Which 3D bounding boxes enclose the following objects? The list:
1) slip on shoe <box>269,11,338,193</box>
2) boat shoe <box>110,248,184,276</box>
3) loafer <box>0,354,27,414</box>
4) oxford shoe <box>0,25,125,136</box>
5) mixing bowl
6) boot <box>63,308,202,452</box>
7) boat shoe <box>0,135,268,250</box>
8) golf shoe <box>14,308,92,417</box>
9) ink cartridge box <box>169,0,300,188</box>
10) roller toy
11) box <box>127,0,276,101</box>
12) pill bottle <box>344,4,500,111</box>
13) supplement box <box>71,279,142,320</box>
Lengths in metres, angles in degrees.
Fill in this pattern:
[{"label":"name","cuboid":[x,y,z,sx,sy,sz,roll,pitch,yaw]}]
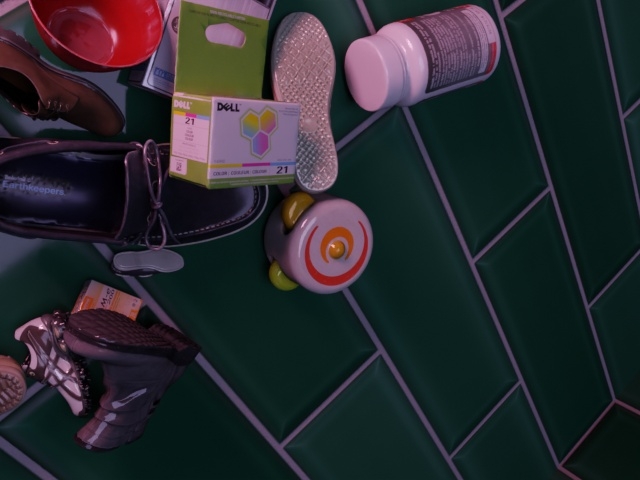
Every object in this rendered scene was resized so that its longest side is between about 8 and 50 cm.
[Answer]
[{"label":"slip on shoe","cuboid":[-0.032,-0.250,1.037,0.123,0.101,0.330,-7,93,-14]},{"label":"boat shoe","cuboid":[-0.306,0.043,0.992,0.125,0.038,0.046,-4,65,-37]},{"label":"loafer","cuboid":[-0.578,0.249,0.853,0.269,0.092,0.101,-15,106,-10]},{"label":"oxford shoe","cuboid":[-0.388,-0.200,0.812,0.083,0.096,0.227,-30,144,28]},{"label":"mixing bowl","cuboid":[-0.332,-0.314,0.810,0.182,0.098,0.181,11,72,-35]},{"label":"boot","cuboid":[-0.328,0.243,0.910,0.222,0.118,0.338,-58,158,-7]},{"label":"boat shoe","cuboid":[-0.299,-0.071,0.892,0.501,0.156,0.186,2,102,-34]},{"label":"golf shoe","cuboid":[-0.445,0.215,0.943,0.094,0.077,0.198,-15,106,-16]},{"label":"ink cartridge box","cuboid":[-0.124,-0.217,0.862,0.189,0.097,0.255,-12,114,-49]},{"label":"roller toy","cuboid":[0.000,0.000,1.106,0.191,0.146,0.209,-7,108,-31]},{"label":"box","cuboid":[-0.182,-0.360,0.915,0.169,0.087,0.289,19,94,-36]},{"label":"pill bottle","cuboid":[0.200,-0.359,1.113,0.283,0.161,0.161,-23,116,-25]},{"label":"supplement box","cuboid":[-0.365,0.114,0.965,0.098,0.036,0.062,30,64,-35]}]
